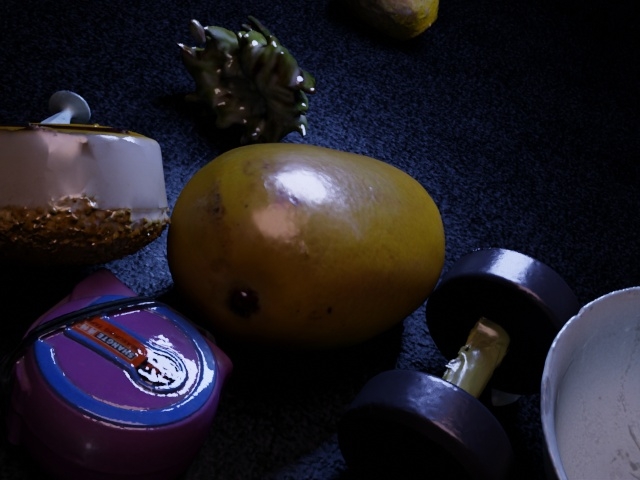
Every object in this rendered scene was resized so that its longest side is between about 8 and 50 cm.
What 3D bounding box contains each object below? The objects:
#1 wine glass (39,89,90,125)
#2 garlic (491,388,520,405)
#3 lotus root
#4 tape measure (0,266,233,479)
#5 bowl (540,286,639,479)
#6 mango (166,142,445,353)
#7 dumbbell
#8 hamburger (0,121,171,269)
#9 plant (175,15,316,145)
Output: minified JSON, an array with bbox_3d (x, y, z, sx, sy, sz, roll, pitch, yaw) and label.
[{"bbox_3d":[-0.382,-0.143,1.311,0.073,0.073,0.155,21,39,-6],"label":"wine glass"},{"bbox_3d":[0.263,0.198,1.312,0.053,0.041,0.083,-3,41,2],"label":"garlic"},{"bbox_3d":[0.147,-0.488,1.868,0.188,0.199,0.180,-36,101,-6],"label":"lotus root"},{"bbox_3d":[-0.222,0.162,1.037,0.231,0.149,0.245,32,35,11],"label":"tape measure"},{"bbox_3d":[0.423,0.285,1.103,0.435,0.196,0.435,9,54,-12],"label":"bowl"},{"bbox_3d":[0.000,0.000,1.243,0.446,0.232,0.300,-13,54,-48],"label":"mango"},{"bbox_3d":[0.180,0.176,1.152,0.204,0.203,0.322,35,49,9],"label":"dumbbell"},{"bbox_3d":[-0.319,-0.051,1.114,0.276,0.179,0.294,0,7,-12],"label":"hamburger"},{"bbox_3d":[-0.076,-0.302,1.551,0.251,0.180,0.333,40,39,-1],"label":"plant"}]
